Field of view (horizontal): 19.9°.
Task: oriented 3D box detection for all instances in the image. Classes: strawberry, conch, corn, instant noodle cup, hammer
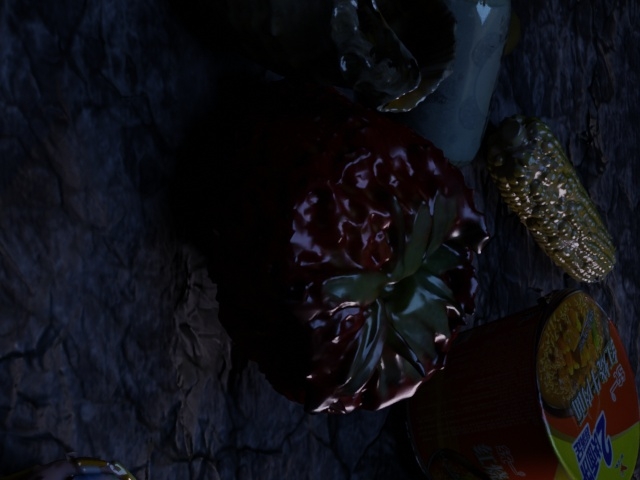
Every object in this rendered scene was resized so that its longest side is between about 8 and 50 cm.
[{"bbox_3d":[0.003,-0.001,1.546,0.261,0.257,0.261,-24,126,-37],"label":"strawberry"},{"bbox_3d":[-0.012,-0.207,1.526,0.210,0.159,0.291,13,50,-56],"label":"conch"},{"bbox_3d":[0.257,-0.042,2.022,0.288,0.086,0.087,49,51,-48],"label":"corn"},{"bbox_3d":[0.197,0.165,1.829,0.213,0.174,0.213,25,59,-49],"label":"instant noodle cup"},{"bbox_3d":[0.151,-0.194,1.836,0.305,0.113,0.202,-40,148,-64],"label":"hammer"}]

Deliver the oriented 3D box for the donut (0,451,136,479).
[{"bbox_3d":[-0.202,0.256,1.324,0.233,0.085,0.199,-33,118,-52],"label":"donut"}]
